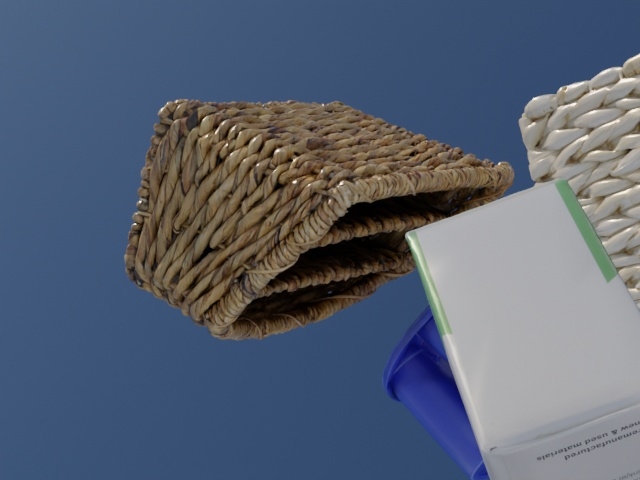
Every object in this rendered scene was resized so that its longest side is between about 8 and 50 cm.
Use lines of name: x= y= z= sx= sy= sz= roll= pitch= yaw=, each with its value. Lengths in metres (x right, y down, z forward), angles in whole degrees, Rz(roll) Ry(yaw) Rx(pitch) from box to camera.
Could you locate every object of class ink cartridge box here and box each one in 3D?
ink cartridge box: x=0.128 y=0.101 z=0.605 sx=0.093 sy=0.154 sz=0.212 roll=-20 pitch=-51 yaw=3

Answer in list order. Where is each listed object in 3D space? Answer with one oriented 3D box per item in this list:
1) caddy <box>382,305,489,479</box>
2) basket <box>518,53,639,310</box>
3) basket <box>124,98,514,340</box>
caddy: x=0.222 y=0.094 z=1.244 sx=0.179 sy=0.341 sz=0.241 roll=51 pitch=-38 yaw=27
basket: x=0.382 y=-0.019 z=0.896 sx=0.328 sy=0.331 sz=0.266 roll=-21 pitch=-104 yaw=50
basket: x=0.000 y=0.000 z=1.094 sx=0.223 sy=0.299 sz=0.213 roll=25 pitch=-72 yaw=30
